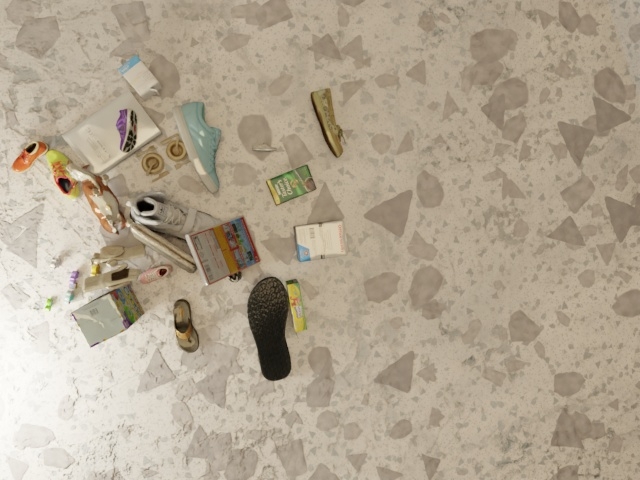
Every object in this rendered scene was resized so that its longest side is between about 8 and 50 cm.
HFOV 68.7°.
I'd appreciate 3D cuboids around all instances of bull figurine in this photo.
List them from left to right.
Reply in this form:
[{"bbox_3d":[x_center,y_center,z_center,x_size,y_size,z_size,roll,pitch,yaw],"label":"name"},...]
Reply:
[{"bbox_3d":[-0.818,-0.159,1.745,0.101,0.188,0.310,-39,116,-28],"label":"bull figurine"}]

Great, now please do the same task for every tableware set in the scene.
[{"bbox_3d":[-0.616,-0.331,1.847,0.194,0.039,0.128,-30,96,-6],"label":"tableware set"}]

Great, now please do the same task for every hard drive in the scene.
[{"bbox_3d":[-0.804,-0.412,1.815,0.307,0.040,0.203,-37,97,-6],"label":"hard drive"}]

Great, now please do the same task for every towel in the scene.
[{"bbox_3d":[-0.590,0.030,1.786,0.282,0.187,0.049,34,71,-8],"label":"towel"}]

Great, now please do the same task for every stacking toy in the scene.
[{"bbox_3d":[-0.961,0.183,1.807,0.166,0.052,0.221,11,91,-8],"label":"stacking toy"}]

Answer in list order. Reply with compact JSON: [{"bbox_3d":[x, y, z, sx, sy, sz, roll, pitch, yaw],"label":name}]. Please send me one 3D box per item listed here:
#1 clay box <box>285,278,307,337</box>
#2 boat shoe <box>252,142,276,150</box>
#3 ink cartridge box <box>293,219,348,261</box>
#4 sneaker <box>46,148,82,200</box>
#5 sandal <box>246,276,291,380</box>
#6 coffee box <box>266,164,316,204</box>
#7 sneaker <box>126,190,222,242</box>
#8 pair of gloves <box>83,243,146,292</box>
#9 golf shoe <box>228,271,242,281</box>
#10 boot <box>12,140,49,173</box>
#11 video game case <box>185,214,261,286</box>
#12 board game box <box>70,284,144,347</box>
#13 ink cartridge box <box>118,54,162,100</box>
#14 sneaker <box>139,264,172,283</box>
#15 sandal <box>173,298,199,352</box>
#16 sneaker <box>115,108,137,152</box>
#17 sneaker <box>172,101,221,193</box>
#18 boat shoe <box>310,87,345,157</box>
[{"bbox_3d":[-0.097,0.275,1.901,0.053,0.127,0.222,-11,94,-7],"label":"clay box"},{"bbox_3d":[-0.228,-0.381,1.907,0.100,0.035,0.035,2,94,-2],"label":"boat shoe"},{"bbox_3d":[0.000,0.000,1.926,0.203,0.086,0.148,-7,93,-9],"label":"ink cartridge box"},{"bbox_3d":[-0.974,-0.252,1.769,0.081,0.094,0.209,-28,94,-5],"label":"sneaker"},{"bbox_3d":[-0.210,0.354,1.911,0.167,0.107,0.446,-4,105,-9],"label":"sandal"},{"bbox_3d":[-0.119,-0.227,1.923,0.184,0.040,0.113,-21,95,-7],"label":"coffee box"},{"bbox_3d":[-0.549,-0.082,1.770,0.365,0.210,0.138,13,77,-8],"label":"sneaker"},{"bbox_3d":[-0.770,0.091,1.756,0.204,0.240,0.042,-7,128,-8],"label":"pair of gloves"},{"bbox_3d":[-0.376,0.077,1.871,0.077,0.094,0.198,-33,95,-5],"label":"golf shoe"},{"bbox_3d":[-1.102,-0.316,1.753,0.158,0.084,0.059,-45,99,-3],"label":"boot"},{"bbox_3d":[-0.369,0.033,1.813,0.285,0.025,0.204,-26,97,-48],"label":"video game case"},{"bbox_3d":[-0.771,0.267,1.724,0.144,0.275,0.142,-26,97,-7],"label":"board game box"},{"bbox_3d":[-0.684,-0.614,1.800,0.090,0.092,0.143,-40,96,-5],"label":"ink cartridge box"},{"bbox_3d":[-0.653,0.133,1.842,0.134,0.070,0.051,-22,97,-6],"label":"sneaker"},{"bbox_3d":[-0.542,0.345,1.870,0.089,0.060,0.220,-7,93,-8],"label":"sandal"},{"bbox_3d":[-0.744,-0.416,1.782,0.071,0.068,0.170,2,83,7],"label":"sneaker"},{"bbox_3d":[-0.445,-0.370,1.824,0.150,0.135,0.366,-21,96,-4],"label":"sneaker"},{"bbox_3d":[0.044,-0.480,1.908,0.089,0.104,0.285,-20,94,-5],"label":"boat shoe"}]
